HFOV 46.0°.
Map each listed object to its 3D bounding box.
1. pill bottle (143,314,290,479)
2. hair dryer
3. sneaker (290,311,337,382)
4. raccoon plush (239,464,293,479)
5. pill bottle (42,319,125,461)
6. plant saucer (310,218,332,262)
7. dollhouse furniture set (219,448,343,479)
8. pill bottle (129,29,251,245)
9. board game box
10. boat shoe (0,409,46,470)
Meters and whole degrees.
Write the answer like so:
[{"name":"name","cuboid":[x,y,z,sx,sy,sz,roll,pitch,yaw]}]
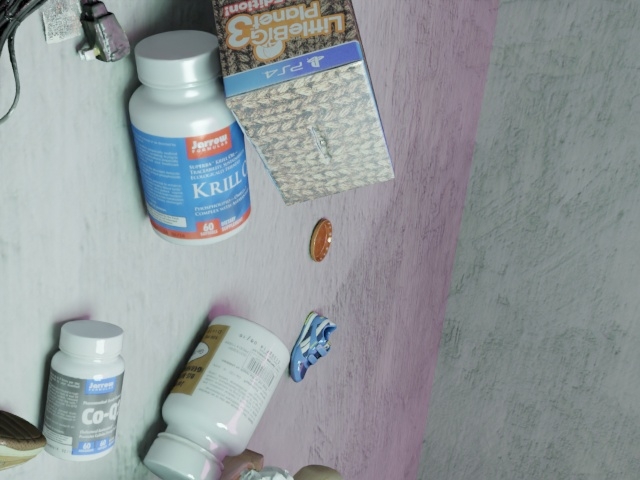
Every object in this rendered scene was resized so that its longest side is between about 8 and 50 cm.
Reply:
[{"name":"pill bottle","cuboid":[-0.146,0.230,1.058,0.131,0.131,0.229,75,36,-51]},{"name":"hair dryer","cuboid":[-0.235,-0.248,0.612,0.223,0.080,0.293,-48,145,-49]},{"name":"sneaker","cuboid":[-0.015,0.211,1.469,0.053,0.059,0.144,63,47,-62]},{"name":"raccoon plush","cuboid":[-0.112,0.519,0.834,0.299,0.216,0.446,-38,116,-75]},{"name":"pill bottle","cuboid":[-0.255,0.160,0.818,0.078,0.078,0.137,-14,116,-66]},{"name":"plant saucer","cuboid":[0.000,0.000,1.437,0.083,0.013,0.083,13,90,-69]},{"name":"dollhouse furniture set","cuboid":[-0.039,0.495,1.126,0.256,0.394,0.362,-24,125,-64]},{"name":"pill bottle","cuboid":[-0.147,-0.115,0.852,0.124,0.124,0.221,-52,148,-46]},{"name":"board game box","cuboid":[-0.025,-0.231,0.883,0.232,0.141,0.291,61,16,-63]},{"name":"boat shoe","cuboid":[-0.335,0.192,0.676,0.072,0.068,0.190,-62,148,-2]}]
